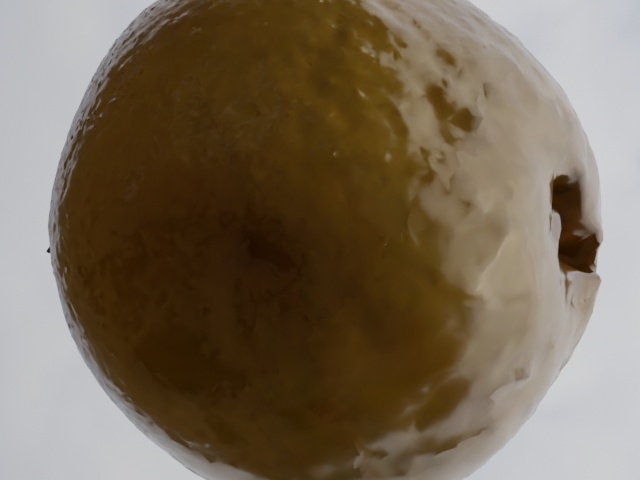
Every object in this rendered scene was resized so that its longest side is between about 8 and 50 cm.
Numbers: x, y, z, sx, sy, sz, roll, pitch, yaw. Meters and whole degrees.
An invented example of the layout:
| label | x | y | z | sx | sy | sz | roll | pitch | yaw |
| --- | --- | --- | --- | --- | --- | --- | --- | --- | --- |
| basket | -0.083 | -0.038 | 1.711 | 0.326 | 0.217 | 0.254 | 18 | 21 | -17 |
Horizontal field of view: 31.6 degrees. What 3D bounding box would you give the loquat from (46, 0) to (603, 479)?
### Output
| label | x | y | z | sx | sy | sz | roll | pitch | yaw |
| --- | --- | --- | --- | --- | --- | --- | --- | --- | --- |
| loquat | 0.000 | 0.000 | 0.429 | 0.208 | 0.208 | 0.208 | 6 | -81 | 45 |
